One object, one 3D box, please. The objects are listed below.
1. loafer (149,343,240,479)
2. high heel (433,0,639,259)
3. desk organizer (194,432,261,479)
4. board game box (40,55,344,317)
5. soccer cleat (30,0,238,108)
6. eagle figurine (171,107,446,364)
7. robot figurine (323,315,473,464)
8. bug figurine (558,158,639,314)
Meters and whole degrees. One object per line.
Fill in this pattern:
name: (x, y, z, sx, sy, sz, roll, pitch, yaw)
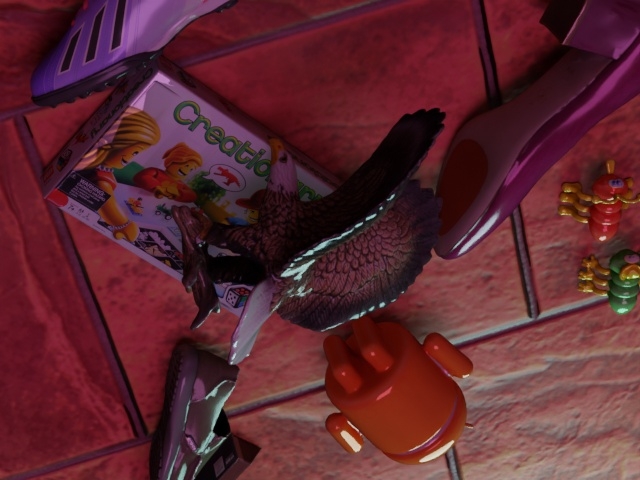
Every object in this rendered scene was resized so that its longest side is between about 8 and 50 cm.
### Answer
loafer: (-0.150, 0.239, 2.075, 0.087, 0.094, 0.251, 7, 123, -13)
high heel: (0.270, -0.115, 1.916, 0.181, 0.127, 0.377, 14, 125, -30)
desk organizer: (-0.126, 0.304, 2.158, 0.050, 0.047, 0.130, 28, 114, -31)
board game box: (-0.125, -0.051, 1.900, 0.305, 0.053, 0.193, 33, 111, -31)
soccer cleat: (-0.172, -0.248, 1.731, 0.318, 0.108, 0.116, -32, 107, 11)
eagle figurine: (-0.002, -0.011, 1.816, 0.298, 0.226, 0.225, -8, 105, -4)
robot figurine: (0.089, 0.184, 2.077, 0.219, 0.128, 0.158, 47, 65, -34)
bug figurine: (0.421, -0.010, 2.055, 0.279, 0.072, 0.216, -7, 126, -10)
